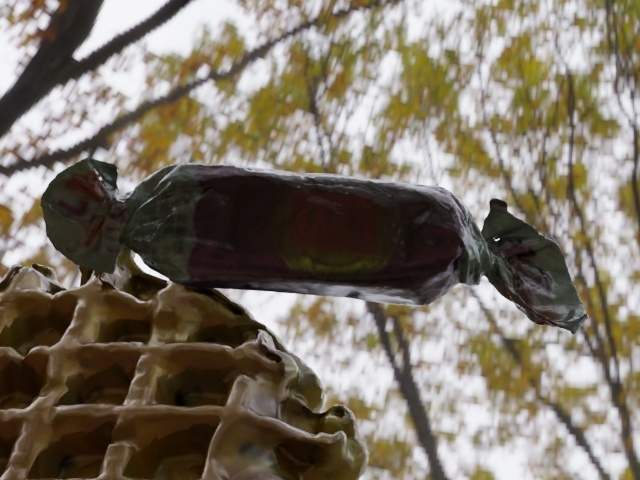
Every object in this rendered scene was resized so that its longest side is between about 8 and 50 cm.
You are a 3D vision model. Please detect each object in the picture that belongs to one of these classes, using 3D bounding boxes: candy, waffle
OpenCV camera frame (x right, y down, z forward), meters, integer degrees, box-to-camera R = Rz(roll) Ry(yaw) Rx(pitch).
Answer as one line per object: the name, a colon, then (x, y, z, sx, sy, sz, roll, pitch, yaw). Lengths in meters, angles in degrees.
candy: (0.000, 0.000, 0.562, 0.175, 0.045, 0.043, 5, -23, -7)
waffle: (-0.148, 0.115, 0.890, 0.302, 0.325, 0.068, -29, -51, -23)
